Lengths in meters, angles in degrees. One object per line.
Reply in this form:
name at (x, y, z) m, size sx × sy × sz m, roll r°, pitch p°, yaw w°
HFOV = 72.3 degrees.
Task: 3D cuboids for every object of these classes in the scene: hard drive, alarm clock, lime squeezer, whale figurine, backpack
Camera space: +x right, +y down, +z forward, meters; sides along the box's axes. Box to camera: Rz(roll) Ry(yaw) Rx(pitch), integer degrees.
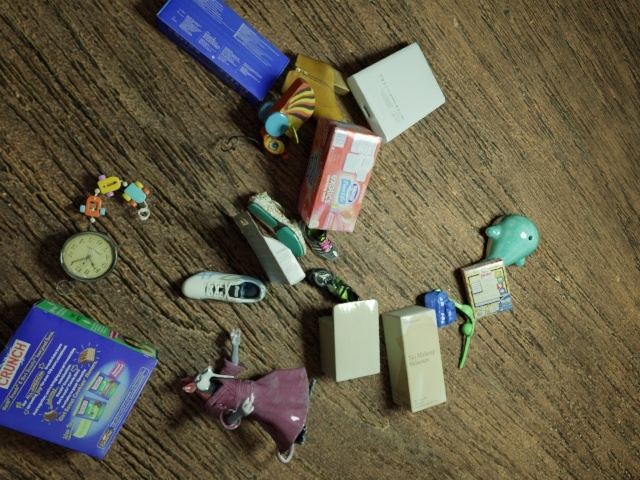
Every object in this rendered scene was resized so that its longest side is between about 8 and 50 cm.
hard drive at (0.263, -0.499, 1.467) m, size 0.353 × 0.047 × 0.233 m, roll -38°, pitch 104°, yaw -32°
alarm clock at (-0.602, 0.055, 1.119) m, size 0.129 × 0.064 × 0.192 m, roll 39°, pitch 74°, yaw -19°
lime squeezer at (0.513, 0.305, 1.589) m, size 0.109 × 0.058 × 0.311 m, roll -22°, pitch 98°, yaw -22°
whale figurine at (0.702, 0.027, 1.629) m, size 0.216 × 0.141 × 0.272 m, roll 44°, pitch 77°, yaw -17°
backpack at (0.415, 0.234, 1.522) m, size 0.098 × 0.101 × 0.120 m, roll -6°, pitch 85°, yaw -60°

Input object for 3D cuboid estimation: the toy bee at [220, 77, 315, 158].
toy bee at (-0.124, -0.332, 1.299) m, size 0.162 × 0.298 × 0.196 m, roll 43°, pitch 34°, yaw -44°

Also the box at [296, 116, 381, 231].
box at (0.048, -0.191, 1.295) m, size 0.153 × 0.142 × 0.300 m, roll 5°, pitch 115°, yaw -23°

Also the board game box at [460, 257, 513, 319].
board game box at (0.605, 0.175, 1.592) m, size 0.146 × 0.045 × 0.194 m, roll -16°, pitch 104°, yaw 3°

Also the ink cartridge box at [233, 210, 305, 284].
ink cartridge box at (-0.149, 0.015, 1.244) m, size 0.066 × 0.189 × 0.233 m, roll -28°, pitch 99°, yaw -21°

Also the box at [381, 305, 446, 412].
box at (0.311, 0.387, 1.466) m, size 0.147 × 0.121 × 0.312 m, roll -10°, pitch 93°, yaw -22°

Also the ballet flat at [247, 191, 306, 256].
ballet flat at (-0.116, -0.056, 1.321) m, size 0.241 × 0.091 × 0.077 m, roll 48°, pitch 50°, yaw -19°

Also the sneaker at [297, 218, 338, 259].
sneaker at (0.000, 0.000, 1.369) m, size 0.063 × 0.074 × 0.170 m, roll -46°, pitch 106°, yaw -17°

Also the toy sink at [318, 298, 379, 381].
toy sink at (0.085, 0.295, 1.369) m, size 0.152 × 0.131 × 0.235 m, roll -5°, pitch 96°, yaw -23°

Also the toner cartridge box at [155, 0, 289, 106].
toner cartridge box at (-0.277, -0.567, 1.266) m, size 0.347 × 0.075 × 0.165 m, roll 36°, pitch 75°, yaw -18°

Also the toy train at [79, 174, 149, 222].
toy train at (-0.541, -0.107, 1.163) m, size 0.166 × 0.046 × 0.125 m, roll 4°, pitch 94°, yaw -23°

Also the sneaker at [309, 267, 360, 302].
sneaker at (0.050, 0.143, 1.385) m, size 0.188 × 0.078 × 0.067 m, roll 34°, pitch 76°, yaw -18°

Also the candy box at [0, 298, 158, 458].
candy box at (-0.613, 0.337, 1.078) m, size 0.317 × 0.122 × 0.268 m, roll 32°, pitch 78°, yaw -20°

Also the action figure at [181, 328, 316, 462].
action figure at (-0.211, 0.441, 1.249) m, size 0.369 × 0.248 × 0.276 m, roll 14°, pitch 126°, yaw -10°

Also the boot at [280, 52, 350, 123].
boot at (-0.027, -0.419, 1.364) m, size 0.211 × 0.104 × 0.296 m, roll 15°, pitch 79°, yaw -16°

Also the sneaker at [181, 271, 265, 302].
sneaker at (-0.272, 0.135, 1.247) m, size 0.237 × 0.086 × 0.085 m, roll 5°, pitch 89°, yaw -21°
